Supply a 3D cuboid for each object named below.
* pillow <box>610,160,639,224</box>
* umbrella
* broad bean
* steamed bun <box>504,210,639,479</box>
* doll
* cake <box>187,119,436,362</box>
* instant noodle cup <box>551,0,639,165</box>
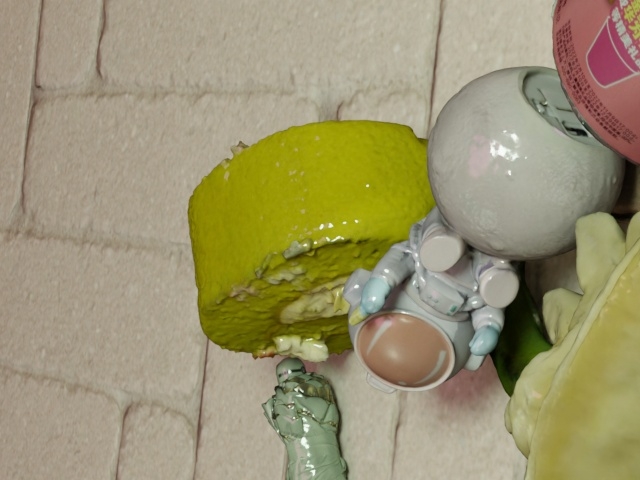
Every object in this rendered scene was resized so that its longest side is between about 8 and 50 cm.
[{"bbox_3d":[0.233,-0.115,1.455,0.135,0.034,0.211,7,89,61],"label":"pillow"},{"bbox_3d":[-0.012,0.172,1.755,0.067,0.062,0.143,-21,73,16],"label":"umbrella"},{"bbox_3d":[0.177,0.059,1.501,0.292,0.049,0.144,46,116,48],"label":"broad bean"},{"bbox_3d":[0.222,0.123,1.287,0.247,0.189,0.428,16,115,27],"label":"steamed bun"},{"bbox_3d":[0.109,0.002,1.460,0.287,0.151,0.151,-57,41,34],"label":"doll"},{"bbox_3d":[0.000,0.000,1.657,0.260,0.179,0.156,-40,53,48],"label":"cake"},{"bbox_3d":[0.276,-0.160,1.244,0.255,0.244,0.244,-39,53,56],"label":"instant noodle cup"}]
